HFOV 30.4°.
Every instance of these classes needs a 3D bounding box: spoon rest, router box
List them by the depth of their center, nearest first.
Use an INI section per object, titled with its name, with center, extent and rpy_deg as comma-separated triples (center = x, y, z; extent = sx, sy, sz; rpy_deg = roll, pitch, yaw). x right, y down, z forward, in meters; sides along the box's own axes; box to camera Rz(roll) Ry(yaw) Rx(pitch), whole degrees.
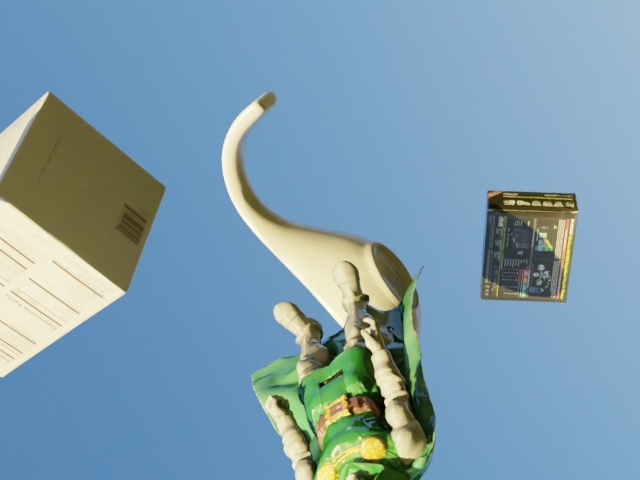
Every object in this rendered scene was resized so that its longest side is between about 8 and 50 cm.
[spoon rest]
center = 0.000, 0.000, 1.075
extent = 0.276, 0.084, 0.137
rpy_deg = 55, -158, -7
[router box]
center = 0.216, 0.007, 1.229
extent = 0.092, 0.122, 0.038
rpy_deg = 3, -143, 5

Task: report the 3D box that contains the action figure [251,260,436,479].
[action figure]
center = 0.016, 0.091, 0.669
extent = 0.063, 0.137, 0.232
rpy_deg = 49, -169, -23

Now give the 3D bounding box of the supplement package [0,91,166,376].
[supplement package]
center = -0.368, -0.003, 1.467
extent = 0.198, 0.263, 0.199
rpy_deg = 41, -143, -24
